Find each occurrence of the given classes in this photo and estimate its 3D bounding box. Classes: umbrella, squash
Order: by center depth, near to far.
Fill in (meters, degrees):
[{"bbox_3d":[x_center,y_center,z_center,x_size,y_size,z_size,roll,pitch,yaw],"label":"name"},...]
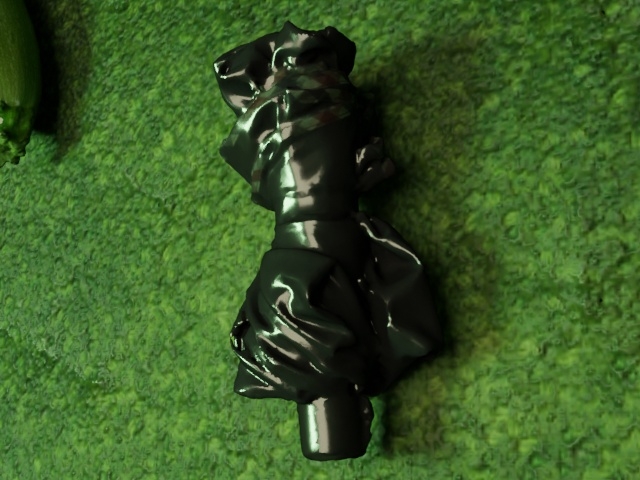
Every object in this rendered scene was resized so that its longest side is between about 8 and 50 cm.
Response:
[{"bbox_3d":[0.001,-0.001,0.612,0.110,0.122,0.273,128,138,-68],"label":"umbrella"},{"bbox_3d":[-0.332,-0.235,0.910,0.107,0.107,0.395,-34,60,22],"label":"squash"}]
